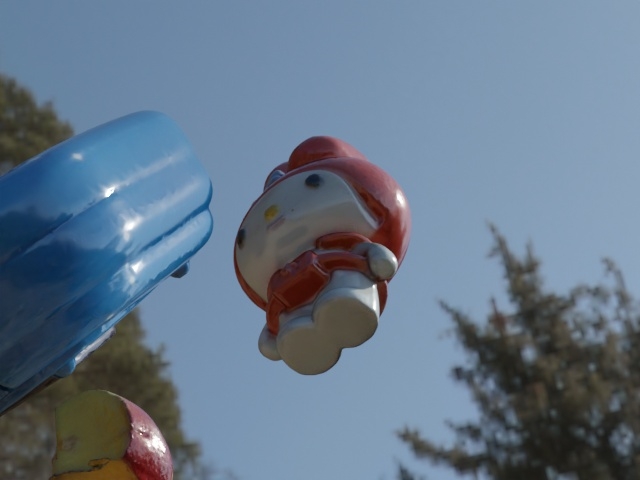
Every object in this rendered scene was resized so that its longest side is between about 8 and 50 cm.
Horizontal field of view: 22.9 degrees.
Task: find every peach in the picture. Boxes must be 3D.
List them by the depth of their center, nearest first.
[{"bbox_3d":[-0.203,0.213,1.521,0.118,0.151,0.151,11,-37,-12],"label":"peach"}]

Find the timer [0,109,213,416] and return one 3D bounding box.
[{"bbox_3d":[-0.222,0.055,0.921,0.340,0.115,0.309,-32,3,17],"label":"timer"}]

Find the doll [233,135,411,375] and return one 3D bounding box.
[{"bbox_3d":[0.000,0.000,1.312,0.161,0.290,0.130,-41,-65,20],"label":"doll"}]
